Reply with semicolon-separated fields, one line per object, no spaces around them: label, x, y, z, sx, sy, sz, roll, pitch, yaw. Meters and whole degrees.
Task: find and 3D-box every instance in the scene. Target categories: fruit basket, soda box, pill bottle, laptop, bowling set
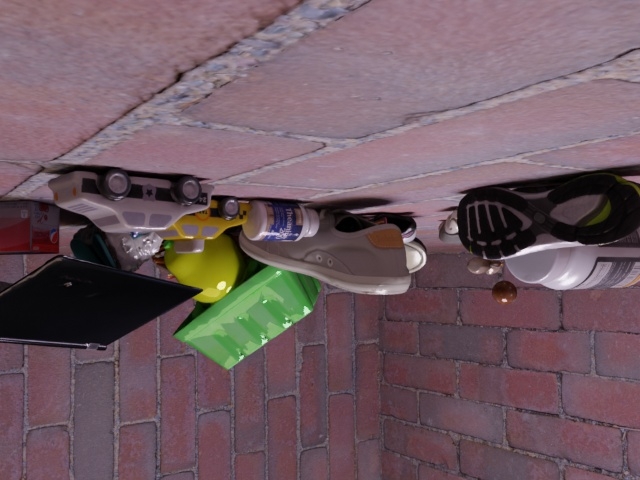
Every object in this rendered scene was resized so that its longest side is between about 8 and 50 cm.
fruit basket;-0.230;0.095;1.647;0.393;0.391;0.283;-1;-163;9
soda box;-0.573;-0.017;1.077;0.264;0.083;0.092;-2;177;9
pill bottle;0.501;0.015;1.274;0.279;0.162;0.162;2;176;-31
laptop;-0.523;0.072;1.244;0.408;0.236;0.382;30;-179;28
pill bottle;-0.064;-0.032;1.089;0.120;0.067;0.067;2;176;-38
bowling set;0.416;0.043;1.502;0.287;0.199;0.154;2;180;34

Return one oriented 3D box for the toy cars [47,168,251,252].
toy cars;-0.216;-0.030;0.910;0.177;0.087;0.394;-2;177;7

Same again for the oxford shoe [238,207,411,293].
oxford shoe;0.000;0.000;1.244;0.169;0.129;0.449;-4;-170;-37

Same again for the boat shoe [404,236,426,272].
boat shoe;0.092;0.005;1.494;0.340;0.127;0.113;-5;-146;35

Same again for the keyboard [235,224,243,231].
keyboard;-0.122;-0.031;1.500;0.108;0.023;0.180;7;175;-22

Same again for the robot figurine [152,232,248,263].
robot figurine;-0.343;0.022;1.790;0.291;0.084;0.211;0;176;-15

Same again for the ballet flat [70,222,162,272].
ballet flat;-0.407;0.013;1.342;0.147;0.146;0.409;1;177;-29

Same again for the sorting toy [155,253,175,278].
sorting toy;-0.384;0.077;1.864;0.275;0.046;0.132;23;-148;14

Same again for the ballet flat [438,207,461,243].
ballet flat;0.283;-0.040;1.216;0.068;0.072;0.213;32;160;-27

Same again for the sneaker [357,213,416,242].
sneaker;0.111;-0.029;1.330;0.179;0.071;0.077;-9;165;-3

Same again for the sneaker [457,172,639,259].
sneaker;0.327;-0.030;0.935;0.121;0.110;0.300;-3;-179;-41
